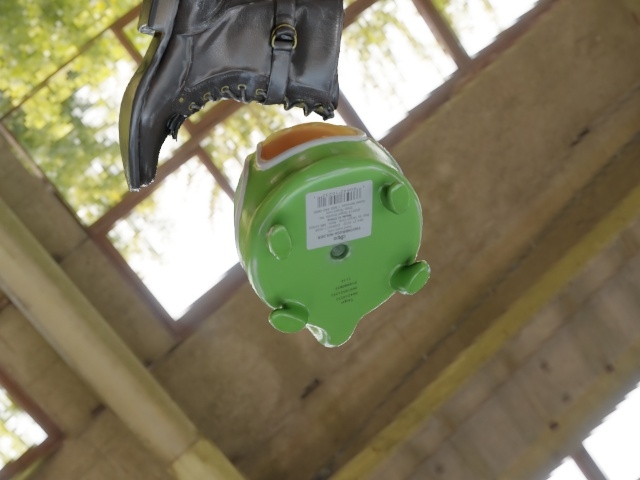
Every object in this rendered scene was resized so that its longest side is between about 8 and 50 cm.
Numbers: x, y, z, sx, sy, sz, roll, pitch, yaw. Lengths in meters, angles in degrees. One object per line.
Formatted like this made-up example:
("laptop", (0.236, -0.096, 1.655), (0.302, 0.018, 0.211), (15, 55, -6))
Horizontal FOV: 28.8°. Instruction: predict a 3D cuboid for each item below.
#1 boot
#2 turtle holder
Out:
("boot", (-0.089, -0.162, 1.333), (0.091, 0.228, 0.263), (-137, -121, -68))
("turtle holder", (0.013, -0.014, 1.632), (0.243, 0.320, 0.227), (-35, -138, 5))
